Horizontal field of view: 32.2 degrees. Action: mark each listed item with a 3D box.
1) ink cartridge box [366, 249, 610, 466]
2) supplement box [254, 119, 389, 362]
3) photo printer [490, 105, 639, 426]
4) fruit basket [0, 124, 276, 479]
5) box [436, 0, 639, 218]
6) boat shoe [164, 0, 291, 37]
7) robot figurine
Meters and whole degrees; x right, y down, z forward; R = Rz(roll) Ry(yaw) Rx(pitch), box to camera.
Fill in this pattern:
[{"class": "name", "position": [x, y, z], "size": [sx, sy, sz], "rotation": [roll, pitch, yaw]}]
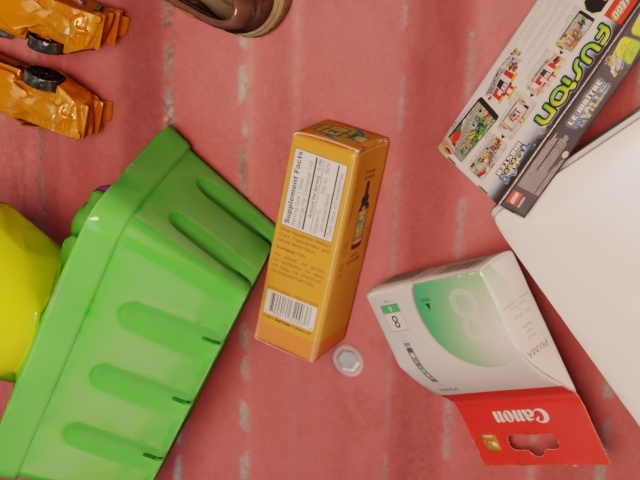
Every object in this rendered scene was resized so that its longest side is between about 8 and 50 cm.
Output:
[{"class": "ink cartridge box", "position": [0.155, 0.129, 1.064], "size": [0.181, 0.056, 0.224], "rotation": [-17, 98, 56]}, {"class": "supplement box", "position": [0.000, 0.000, 1.123], "size": [0.080, 0.078, 0.233], "rotation": [23, 114, 21]}, {"class": "photo printer", "position": [0.333, 0.030, 0.959], "size": [0.256, 0.107, 0.307], "rotation": [-35, 89, 30]}, {"class": "fruit basket", "position": [-0.276, 0.059, 1.149], "size": [0.392, 0.283, 0.392], "rotation": [4, 115, 10]}, {"class": "box", "position": [0.194, -0.133, 0.954], "size": [0.207, 0.036, 0.114], "rotation": [-56, 37, 15]}, {"class": "boat shoe", "position": [-0.184, -0.319, 1.083], "size": [0.342, 0.123, 0.123], "rotation": [44, 118, 7]}, {"class": "robot figurine", "position": [-0.359, -0.226, 1.216], "size": [0.291, 0.085, 0.211], "rotation": [24, 114, 16]}]
